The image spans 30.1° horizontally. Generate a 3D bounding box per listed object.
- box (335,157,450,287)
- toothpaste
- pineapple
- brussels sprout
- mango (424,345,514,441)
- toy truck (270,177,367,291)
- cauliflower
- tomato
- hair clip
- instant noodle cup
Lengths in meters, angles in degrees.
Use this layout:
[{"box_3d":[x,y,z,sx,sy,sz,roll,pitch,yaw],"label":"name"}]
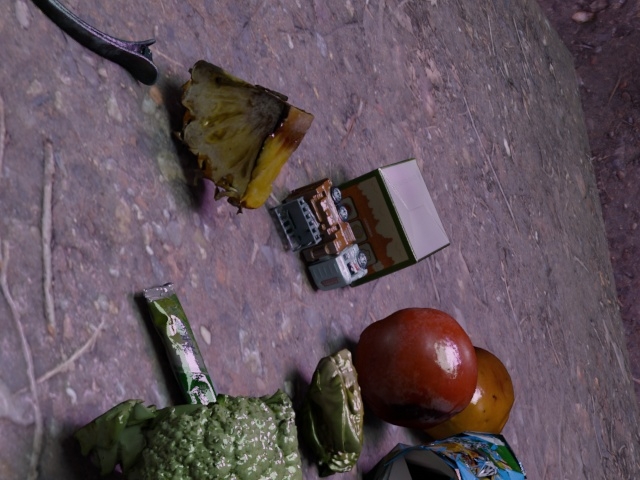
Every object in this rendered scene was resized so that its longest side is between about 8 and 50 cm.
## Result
[{"box_3d":[0.108,-0.033,2.109,0.195,0.148,0.178,-23,90,-64],"label":"box"},{"box_3d":[-0.169,0.174,1.536,0.078,0.046,0.248,-13,83,-67],"label":"toothpaste"},{"box_3d":[-0.108,-0.159,1.717,0.114,0.186,0.236,7,61,-64],"label":"pineapple"},{"box_3d":[0.023,0.260,1.806,0.139,0.100,0.181,23,51,-70],"label":"brussels sprout"},{"box_3d":[0.265,0.290,2.202,0.287,0.152,0.201,3,60,-66],"label":"mango"},{"box_3d":[0.001,0.000,1.953,0.115,0.080,0.178,-39,107,-58],"label":"toy truck"},{"box_3d":[-0.152,0.254,1.328,0.250,0.275,0.272,30,27,7],"label":"cauliflower"},{"box_3d":[0.157,0.217,1.969,0.208,0.208,0.185,31,43,-54],"label":"tomato"},{"box_3d":[-0.298,-0.278,1.593,0.229,0.039,0.070,25,52,-55],"label":"hair clip"},{"box_3d":[0.201,0.421,1.915,0.178,0.240,0.240,15,60,-54],"label":"instant noodle cup"}]
